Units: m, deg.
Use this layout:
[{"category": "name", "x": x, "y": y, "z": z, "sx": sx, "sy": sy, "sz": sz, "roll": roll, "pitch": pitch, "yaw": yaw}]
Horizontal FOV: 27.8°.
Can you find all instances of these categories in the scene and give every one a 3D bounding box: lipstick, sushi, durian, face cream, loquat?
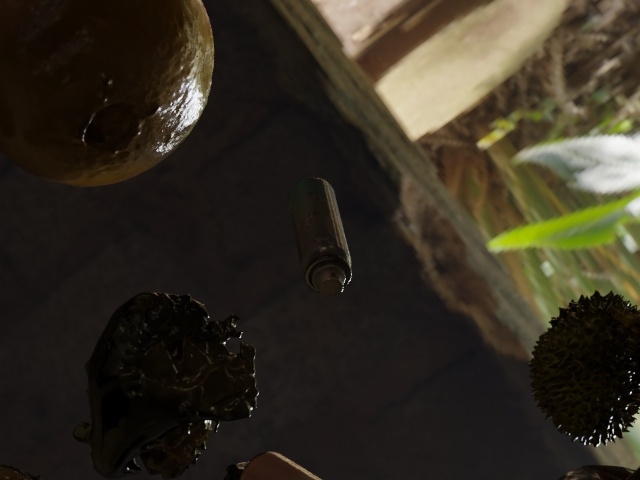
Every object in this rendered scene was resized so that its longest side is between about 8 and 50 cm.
[{"category": "lipstick", "x": 0.014, "y": 0.357, "z": 1.615, "sx": 0.087, "sy": 0.087, "sz": 0.327, "roll": -29, "pitch": -154, "yaw": -25}, {"category": "sushi", "x": -0.197, "y": 0.189, "z": 1.602, "sx": 0.200, "sy": 0.213, "sz": 0.204, "roll": 21, "pitch": 147, "yaw": -20}, {"category": "durian", "x": 0.452, "y": 0.202, "z": 2.095, "sx": 0.258, "sy": 0.258, "sz": 0.293, "roll": -35, "pitch": 163, "yaw": 5}, {"category": "face cream", "x": 0.000, "y": 0.000, "z": 1.886, "sx": 0.075, "sy": 0.229, "sz": 0.075, "roll": -5, "pitch": 128, "yaw": -6}, {"category": "loquat", "x": -0.290, "y": -0.227, "z": 1.602, "sx": 0.328, "sy": 0.328, "sz": 0.328, "roll": -33, "pitch": 169, "yaw": -7}]

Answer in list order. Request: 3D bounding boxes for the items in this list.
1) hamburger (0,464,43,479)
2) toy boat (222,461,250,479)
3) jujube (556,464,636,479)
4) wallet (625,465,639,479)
[{"category": "hamburger", "x": -0.438, "y": 0.289, "z": 1.400, "sx": 0.260, "sy": 0.144, "sz": 0.283, "roll": 18, "pitch": 175, "yaw": -33}, {"category": "toy boat", "x": -0.073, "y": 0.451, "z": 1.866, "sx": 0.129, "sy": 0.309, "sz": 0.142, "roll": -32, "pitch": 136, "yaw": 20}, {"category": "jujube", "x": 0.384, "y": 0.408, "z": 1.649, "sx": 0.247, "sy": 0.215, "sz": 0.308, "roll": -32, "pitch": -161, "yaw": -14}, {"category": "wallet", "x": 0.345, "y": 0.305, "z": 1.379, "sx": 0.230, "sy": 0.124, "sz": 0.042, "roll": -37, "pitch": -153, "yaw": -34}]
